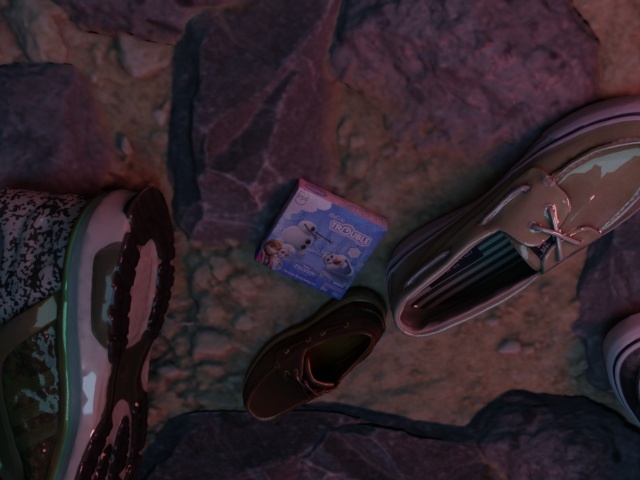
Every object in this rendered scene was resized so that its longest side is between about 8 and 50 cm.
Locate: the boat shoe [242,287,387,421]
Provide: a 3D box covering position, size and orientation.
[{"bbox_3d":[-0.010,0.116,1.359,0.064,0.060,0.178,39,117,-21],"label":"boat shoe"}]

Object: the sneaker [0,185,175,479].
[{"bbox_3d":[-0.256,0.132,1.313,0.182,0.158,0.411,16,98,16],"label":"sneaker"}]

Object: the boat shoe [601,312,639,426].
[{"bbox_3d":[0.387,0.200,1.360,0.121,0.119,0.335,-35,115,23],"label":"boat shoe"}]

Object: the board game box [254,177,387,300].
[{"bbox_3d":[0.000,0.000,1.307,0.090,0.020,0.090,25,120,-13],"label":"board game box"}]

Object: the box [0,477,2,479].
[{"bbox_3d":[-0.289,0.329,1.463,0.270,0.143,0.165,15,124,-8],"label":"box"}]

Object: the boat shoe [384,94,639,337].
[{"bbox_3d":[0.185,-0.009,1.247,0.302,0.094,0.109,-36,115,23],"label":"boat shoe"}]
